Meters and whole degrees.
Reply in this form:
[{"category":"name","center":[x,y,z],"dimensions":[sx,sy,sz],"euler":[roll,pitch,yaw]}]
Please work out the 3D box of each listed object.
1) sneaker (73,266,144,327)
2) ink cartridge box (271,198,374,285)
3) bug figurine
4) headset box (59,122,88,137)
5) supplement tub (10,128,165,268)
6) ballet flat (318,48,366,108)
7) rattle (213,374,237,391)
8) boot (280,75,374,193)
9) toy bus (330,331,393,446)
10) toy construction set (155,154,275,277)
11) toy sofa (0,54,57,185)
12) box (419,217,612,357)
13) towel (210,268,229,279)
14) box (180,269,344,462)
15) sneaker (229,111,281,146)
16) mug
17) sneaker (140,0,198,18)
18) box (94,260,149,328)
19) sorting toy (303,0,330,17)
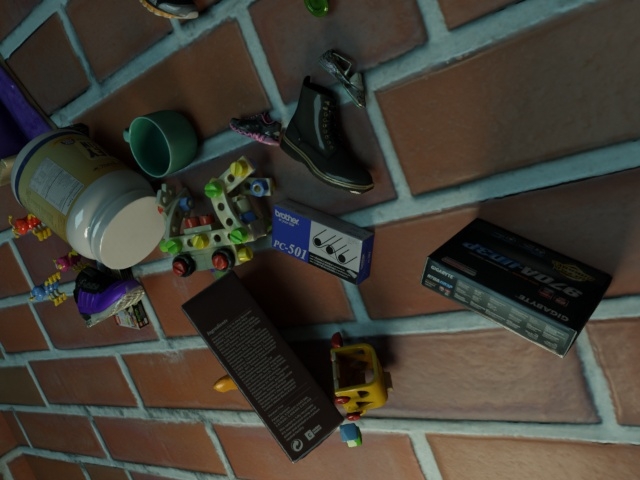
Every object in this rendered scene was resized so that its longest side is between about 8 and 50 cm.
[{"category":"sneaker","center":[-0.578,0.131,1.650],"dimensions":[0.293,0.102,0.146],"euler":[-26,93,44]},{"category":"ink cartridge box","center":[0.000,0.000,1.196],"dimensions":[0.207,0.046,0.097],"euler":[23,124,30]},{"category":"bug figurine","center":[-0.722,0.024,1.688],"dimensions":[0.072,0.216,0.278],"euler":[6,113,22]},{"category":"headset box","center":[-0.612,-0.244,1.565],"dimensions":[0.032,0.062,0.083],"euler":[28,126,27]},{"category":"supplement tub","center":[-0.532,-0.096,1.459],"dimensions":[0.316,0.228,0.228],"euler":[34,129,21]},{"category":"ballet flat","center":[0.044,-0.269,1.028],"dimensions":[0.114,0.041,0.041],"euler":[50,134,7]},{"category":"rattle","center":[-0.120,0.365,1.425],"dimensions":[0.130,0.143,0.199],"euler":[-38,79,26]},{"category":"boot","center":[0.021,-0.179,1.072],"dimensions":[0.198,0.077,0.137],"euler":[33,124,21]},{"category":"toy bus","center":[0.086,0.280,1.224],"dimensions":[0.105,0.202,0.190],"euler":[-12,100,10]},{"category":"toy construction set","center":[-0.233,-0.045,1.286],"dimensions":[0.328,0.151,0.214],"euler":[-5,103,41]},{"category":"toy sofa","center":[-0.870,-0.343,1.667],"dimensions":[0.362,0.150,0.177],"euler":[52,135,6]},{"category":"box","center":[0.281,0.057,0.903],"dimensions":[0.220,0.175,0.051],"euler":[28,127,27]},{"category":"towel","center":[-0.242,0.048,1.446],"dimensions":[0.060,0.009,0.083],"euler":[-20,99,43]},{"category":"box","center":[-0.124,0.260,1.321],"dimensions":[0.381,0.143,0.191],"euler":[51,169,4]},{"category":"sneaker","center":[-0.120,-0.219,1.192],"dimensions":[0.119,0.047,0.057],"euler":[25,104,28]},{"category":"mug","center":[-0.331,-0.217,1.321],"dimensions":[0.157,0.097,0.129],"euler":[49,134,10]},{"category":"sneaker","center":[-0.304,-0.489,1.173],"dimensions":[0.215,0.084,0.083],"euler":[44,128,15]},{"category":"box","center":[-0.547,0.140,1.726],"dimensions":[0.114,0.036,0.206],"euler":[1,112,39]},{"category":"sorting toy","center":[-0.009,-0.412,1.002],"dimensions":[0.102,0.042,0.061],"euler":[53,151,-11]}]
